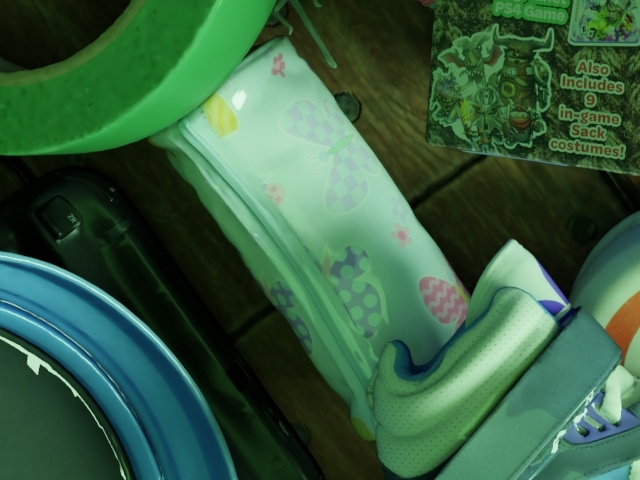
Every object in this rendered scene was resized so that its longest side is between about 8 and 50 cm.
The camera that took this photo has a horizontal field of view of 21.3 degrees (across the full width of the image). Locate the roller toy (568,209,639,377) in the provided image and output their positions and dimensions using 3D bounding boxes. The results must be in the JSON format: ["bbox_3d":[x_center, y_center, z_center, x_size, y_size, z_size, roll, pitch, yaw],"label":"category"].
[{"bbox_3d":[0.258,0.070,1.120,0.209,0.146,0.191,7,103,9],"label":"roller toy"}]

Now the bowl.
[{"bbox_3d":[-0.213,0.201,0.965,0.391,0.077,0.391,6,81,-41],"label":"bowl"}]

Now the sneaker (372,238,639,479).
[{"bbox_3d":[0.190,0.096,0.995,0.322,0.130,0.236,-21,90,6],"label":"sneaker"}]

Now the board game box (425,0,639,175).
[{"bbox_3d":[0.186,-0.199,1.004,0.141,0.232,0.291,10,104,32],"label":"board game box"}]

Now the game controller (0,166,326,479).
[{"bbox_3d":[-0.135,0.109,1.175,0.166,0.067,0.319,-31,100,20],"label":"game controller"}]

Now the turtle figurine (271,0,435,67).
[{"bbox_3d":[0.026,-0.213,1.081,0.175,0.118,0.234,-26,102,46],"label":"turtle figurine"}]

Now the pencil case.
[{"bbox_3d":[0.000,0.000,1.115,0.113,0.124,0.273,-26,102,45],"label":"pencil case"}]

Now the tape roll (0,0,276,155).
[{"bbox_3d":[-0.172,-0.213,1.031,0.321,0.077,0.321,2,95,23],"label":"tape roll"}]
